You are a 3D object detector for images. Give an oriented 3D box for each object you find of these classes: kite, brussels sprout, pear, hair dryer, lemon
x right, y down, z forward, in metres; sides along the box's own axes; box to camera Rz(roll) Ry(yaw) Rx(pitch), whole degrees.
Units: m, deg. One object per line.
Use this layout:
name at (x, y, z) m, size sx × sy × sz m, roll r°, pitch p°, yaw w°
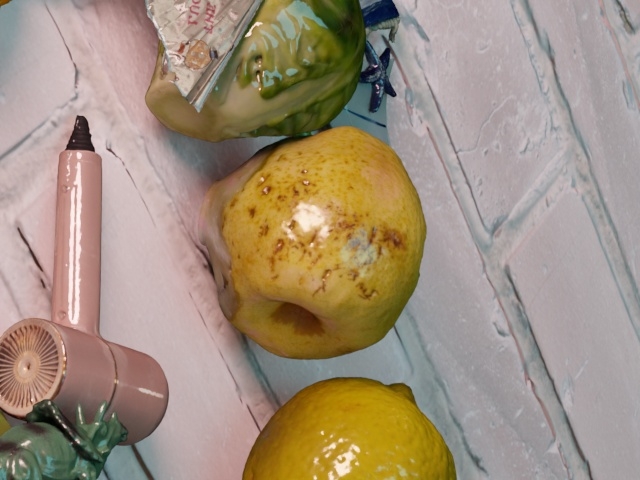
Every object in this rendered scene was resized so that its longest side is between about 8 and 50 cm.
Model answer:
kite at (-0.172, -0.321, 2.000) m, size 0.368 × 0.014 × 0.406 m, roll -17°, pitch 75°, yaw -19°
brussels sprout at (-0.074, -0.217, 2.104) m, size 0.271 × 0.210 × 0.219 m, roll -46°, pitch 146°, yaw -35°
pear at (0.000, 0.000, 2.145) m, size 0.271 × 0.271 × 0.271 m, roll 4°, pitch 85°, yaw -50°
hair dryer at (-0.242, 0.034, 1.976) m, size 0.189 × 0.106 × 0.344 m, roll 24°, pitch 61°, yaw -54°
lemon at (0.032, 0.291, 2.170) m, size 0.267 × 0.267 × 0.267 m, roll 4°, pitch 85°, yaw -50°

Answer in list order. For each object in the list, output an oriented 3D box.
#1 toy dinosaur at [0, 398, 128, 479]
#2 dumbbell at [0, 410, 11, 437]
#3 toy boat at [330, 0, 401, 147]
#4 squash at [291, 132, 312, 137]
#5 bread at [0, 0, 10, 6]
toy dinosaur at (-0.277, 0.240, 1.763) m, size 0.292 × 0.079 × 0.120 m, roll -43°, pitch 115°, yaw -46°
dumbbell at (-0.307, 0.269, 1.869) m, size 0.302 × 0.121 × 0.108 m, roll 57°, pitch 20°, yaw -30°
toy boat at (0.055, -0.205, 2.370) m, size 0.210 × 0.070 × 0.291 m, roll -56°, pitch 132°, yaw -30°
squash at (-0.027, -0.140, 2.295) m, size 0.027 × 0.027 × 0.089 m, roll -39°, pitch 116°, yaw -44°
bread at (-0.371, -0.276, 1.765) m, size 0.340 × 0.179 × 0.194 m, roll -48°, pitch 124°, yaw -40°
